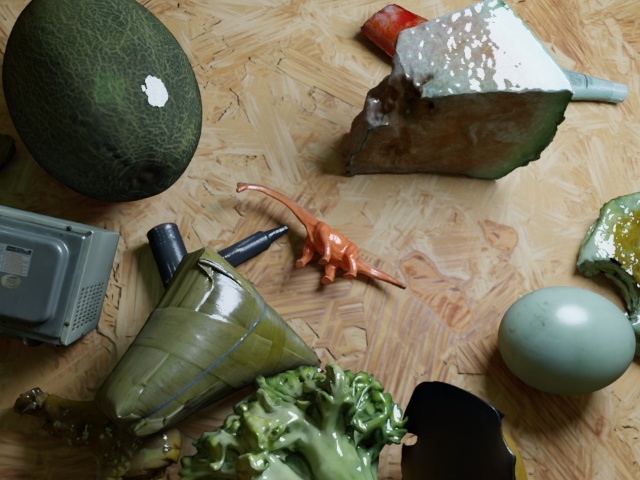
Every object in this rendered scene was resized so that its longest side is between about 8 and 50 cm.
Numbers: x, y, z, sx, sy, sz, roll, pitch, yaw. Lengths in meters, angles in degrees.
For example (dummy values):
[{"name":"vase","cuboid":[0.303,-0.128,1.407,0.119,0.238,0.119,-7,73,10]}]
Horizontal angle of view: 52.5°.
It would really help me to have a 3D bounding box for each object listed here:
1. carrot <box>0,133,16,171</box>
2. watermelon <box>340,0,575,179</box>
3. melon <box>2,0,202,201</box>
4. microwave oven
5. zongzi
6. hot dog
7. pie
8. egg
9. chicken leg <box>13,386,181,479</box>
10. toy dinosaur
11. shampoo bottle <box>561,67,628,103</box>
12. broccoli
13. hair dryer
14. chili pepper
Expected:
[{"name":"carrot","cuboid":[-0.493,-0.047,0.856,0.049,0.049,0.254,30,67,2]},{"name":"watermelon","cuboid":[0.192,-0.214,0.964,0.302,0.264,0.151,1,65,-9]},{"name":"melon","cuboid":[-0.286,-0.196,0.857,0.238,0.237,0.301,-22,67,-21]},{"name":"microwave oven","cuboid":[-0.381,0.028,0.750,0.241,0.194,0.145,14,92,-7]},{"name":"zongzi","cuboid":[-0.117,0.166,0.778,0.256,0.115,0.228,49,54,-31]},{"name":"hot dog","cuboid":[0.160,0.347,0.784,0.194,0.107,0.325,15,83,37]},{"name":"pie","cuboid":[0.553,0.051,1.031,0.303,0.067,0.302,5,66,-11]},{"name":"egg","cuboid":[0.339,0.138,0.896,0.192,0.149,0.149,5,65,-12]},{"name":"chicken leg","cuboid":[-0.265,0.231,0.762,0.208,0.085,0.101,18,75,5]},{"name":"toy dinosaur","cuboid":[-0.003,0.004,0.924,0.280,0.055,0.101,32,38,-12]},{"name":"shampoo bottle","cuboid":[0.462,-0.281,1.174,0.191,0.041,0.069,6,60,-10]},{"name":"broccoli","cuboid":[-0.022,0.274,0.693,0.248,0.246,0.288,10,81,-25]},{"name":"hair dryer","cuboid":[-0.120,0.042,0.898,0.195,0.050,0.173,-15,73,-22]},{"name":"chili pepper","cuboid":[0.165,-0.337,1.112,0.192,0.084,0.086,39,96,9]}]
